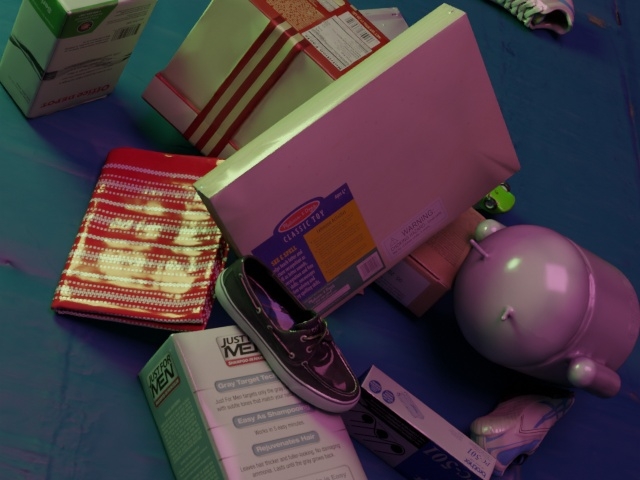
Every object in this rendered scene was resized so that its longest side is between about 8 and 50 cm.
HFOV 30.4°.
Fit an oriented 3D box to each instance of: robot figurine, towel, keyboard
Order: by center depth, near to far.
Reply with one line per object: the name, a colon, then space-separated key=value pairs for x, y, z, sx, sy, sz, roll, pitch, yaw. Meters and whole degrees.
towel: x=-0.213 y=-0.009 z=1.511 sx=0.199 sy=0.031 sz=0.274 roll=8 pitch=51 yaw=5
robot figurine: x=0.321 y=0.095 z=1.676 sx=0.353 sy=0.200 sz=0.300 roll=23 pitch=28 yaw=-50
keyboard: x=0.055 y=-0.359 z=2.006 sx=0.256 sy=0.014 sz=0.072 roll=-13 pitch=72 yaw=-38

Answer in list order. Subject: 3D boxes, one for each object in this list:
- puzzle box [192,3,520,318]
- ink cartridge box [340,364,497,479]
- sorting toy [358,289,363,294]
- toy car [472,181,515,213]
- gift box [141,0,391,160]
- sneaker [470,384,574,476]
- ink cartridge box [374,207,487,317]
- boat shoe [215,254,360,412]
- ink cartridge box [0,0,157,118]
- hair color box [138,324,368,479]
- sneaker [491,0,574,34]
puzzle box: x=0.060 y=-0.085 z=1.532 sx=0.409 sy=0.272 sz=0.052 roll=-36 pitch=40 yaw=-12
ink cartridge box: x=0.119 y=0.258 z=1.541 sx=0.207 sy=0.097 sz=0.046 roll=37 pitch=46 yaw=-4
sorting toy: x=0.036 y=0.059 z=1.690 sx=0.062 sy=0.012 sz=0.083 roll=13 pitch=52 yaw=-25
toy car: x=0.216 y=-0.118 z=1.906 sx=0.225 sy=0.053 sz=0.239 roll=43 pitch=47 yaw=1
gift box: x=-0.058 y=-0.221 z=1.668 sx=0.255 sy=0.258 sz=0.276 roll=46 pitch=31 yaw=5
sneaker: x=0.286 y=0.263 z=1.672 sx=0.237 sy=0.085 sz=0.086 roll=-20 pitch=110 yaw=-48
ink cartridge box: x=0.110 y=-0.030 z=1.743 sx=0.235 sy=0.088 sz=0.193 roll=40 pitch=42 yaw=-2
boat shoe: x=-0.029 y=0.107 z=1.415 sx=0.228 sy=0.076 sz=0.080 roll=48 pitch=46 yaw=7
ink cartridge box: x=-0.324 y=-0.272 z=1.562 sx=0.153 sy=0.208 sz=0.087 roll=-25 pitch=71 yaw=-42
hair color box: x=-0.057 y=0.285 z=1.399 sx=0.185 sy=0.113 sz=0.374 roll=-7 pitch=63 yaw=-37
sneaker: x=0.391 y=-0.462 z=2.245 sx=0.229 sy=0.087 sz=0.092 roll=12 pitch=55 yaw=-24
